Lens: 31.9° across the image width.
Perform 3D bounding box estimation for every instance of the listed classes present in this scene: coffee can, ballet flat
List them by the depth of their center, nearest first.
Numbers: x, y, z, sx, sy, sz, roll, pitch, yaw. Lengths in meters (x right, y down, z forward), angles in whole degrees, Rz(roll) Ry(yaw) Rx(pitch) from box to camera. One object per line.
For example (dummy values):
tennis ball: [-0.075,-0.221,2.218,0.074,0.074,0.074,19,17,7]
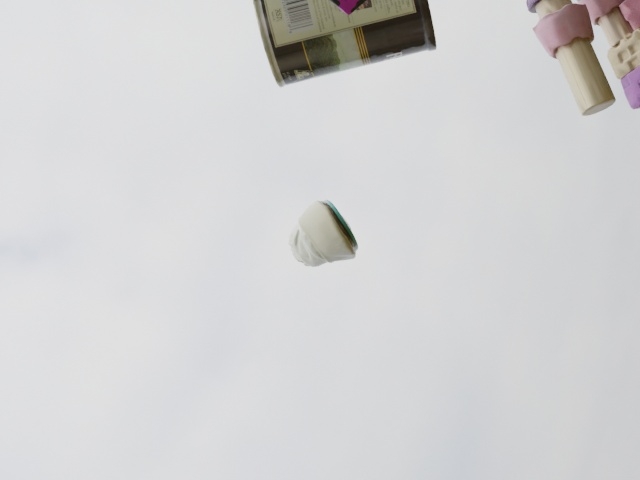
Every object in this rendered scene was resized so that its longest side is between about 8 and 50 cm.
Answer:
ballet flat: [0.000,0.000,1.394,0.248,0.086,0.086,18,-96,-87]
coffee can: [0.040,-0.387,1.887,0.201,0.275,0.201,-13,-90,-84]

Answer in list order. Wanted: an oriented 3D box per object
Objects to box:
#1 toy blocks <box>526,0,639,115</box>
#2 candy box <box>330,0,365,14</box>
toy blocks: [0.419,-0.323,1.289,0.309,0.288,0.260,-10,-106,-39]
candy box: [0.058,-0.374,1.195,0.159,0.233,0.071,34,-148,-36]
